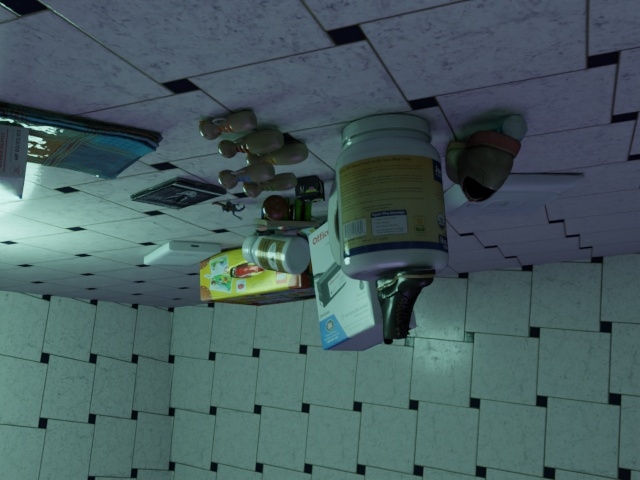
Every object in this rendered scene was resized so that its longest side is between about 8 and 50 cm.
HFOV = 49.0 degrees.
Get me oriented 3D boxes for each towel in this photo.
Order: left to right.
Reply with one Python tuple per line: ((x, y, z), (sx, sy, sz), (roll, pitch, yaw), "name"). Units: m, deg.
((-0.554, -0.199, 1.456), (0.370, 0.040, 0.271), (7, 164, -39), "towel")

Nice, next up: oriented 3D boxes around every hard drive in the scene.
((-0.536, 0.054, 2.706), (0.202, 0.040, 0.307), (4, 167, -30), "hard drive")

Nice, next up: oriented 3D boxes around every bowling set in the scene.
((-0.149, -0.139, 1.478), (0.154, 0.200, 0.287), (-7, 164, 27), "bowling set")

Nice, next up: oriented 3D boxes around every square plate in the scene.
((0.531, -0.125, 2.055), (0.343, 0.049, 0.347), (-1, 168, -9), "square plate")

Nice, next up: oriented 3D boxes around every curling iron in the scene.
((-0.104, -0.048, 2.320), (0.273, 0.035, 0.068), (-9, 171, 32), "curling iron")

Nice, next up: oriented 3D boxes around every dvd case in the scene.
((-0.388, -0.125, 1.912), (0.221, 0.018, 0.164), (-12, 164, 42), "dvd case")

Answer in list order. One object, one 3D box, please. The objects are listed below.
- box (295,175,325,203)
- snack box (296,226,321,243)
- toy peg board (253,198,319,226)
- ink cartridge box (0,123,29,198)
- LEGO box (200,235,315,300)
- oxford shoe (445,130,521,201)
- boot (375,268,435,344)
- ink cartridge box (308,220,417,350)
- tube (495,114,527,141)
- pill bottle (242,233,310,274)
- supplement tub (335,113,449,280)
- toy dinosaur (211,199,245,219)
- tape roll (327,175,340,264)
((-0.028, -0.134, 1.864), (0.062, 0.052, 0.083), (-7, 167, 14), "box")
((0.000, 0.000, 2.399), (0.141, 0.037, 0.100), (43, 144, -25), "snack box")
((-0.101, -0.085, 2.083), (0.161, 0.079, 0.160), (2, -177, -19), "toy peg board")
((-0.592, -0.152, 1.338), (0.061, 0.105, 0.181), (4, 167, -24), "ink cartridge box")
((-0.171, 0.136, 2.809), (0.499, 0.193, 0.372), (-11, 166, 34), "LEGO box")
((0.336, -0.150, 1.576), (0.122, 0.130, 0.348), (18, 176, 1), "oxford shoe")
((0.177, 0.133, 1.415), (0.076, 0.137, 0.198), (1, 167, -17), "boot")
((0.119, 0.116, 2.176), (0.166, 0.395, 0.285), (7, 154, -33), "ink cartridge box")
((0.411, -0.221, 1.557), (0.080, 0.052, 0.207), (12, 174, 5), "tube")
((-0.158, 0.041, 2.435), (0.229, 0.131, 0.131), (8, 178, 40), "pill bottle")
((0.147, -0.084, 1.483), (0.228, 0.317, 0.228), (-3, 169, 0), "supplement tub")
((-0.259, -0.101, 2.065), (0.090, 0.047, 0.082), (29, -175, 14), "toy dinosaur")
((0.130, -0.057, 1.801), (0.169, 0.246, 0.246), (1, 168, -16), "tape roll")
